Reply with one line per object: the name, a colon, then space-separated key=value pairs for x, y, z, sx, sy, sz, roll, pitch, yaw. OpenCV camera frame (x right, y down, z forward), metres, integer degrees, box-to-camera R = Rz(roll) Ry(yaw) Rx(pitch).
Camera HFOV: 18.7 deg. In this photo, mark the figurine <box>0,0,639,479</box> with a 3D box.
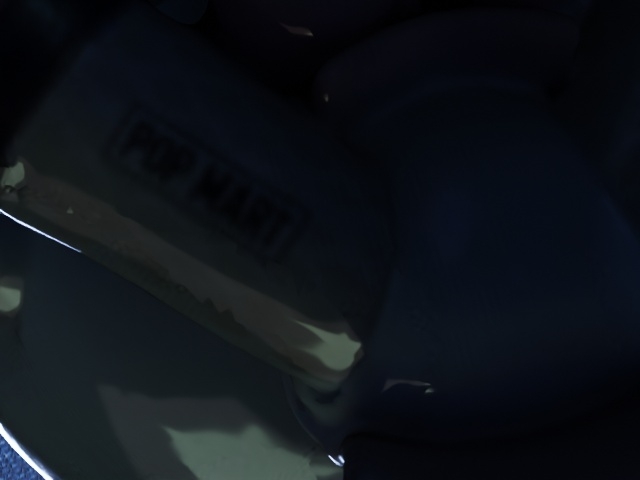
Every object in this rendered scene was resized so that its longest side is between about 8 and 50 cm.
figurine: x=-0.009 y=0.000 z=0.620 sx=0.253 sy=0.211 sz=0.361 roll=0 pitch=175 yaw=-14
